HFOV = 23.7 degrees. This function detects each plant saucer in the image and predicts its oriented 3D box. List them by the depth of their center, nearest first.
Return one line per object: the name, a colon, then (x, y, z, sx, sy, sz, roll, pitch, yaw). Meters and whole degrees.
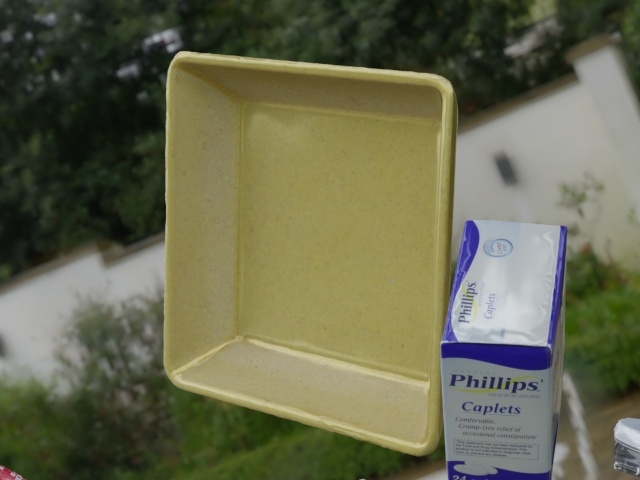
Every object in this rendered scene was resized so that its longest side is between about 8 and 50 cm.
plant saucer: (0.000, 0.000, 1.411, 0.333, 0.332, 0.081, 11, 13, 38)

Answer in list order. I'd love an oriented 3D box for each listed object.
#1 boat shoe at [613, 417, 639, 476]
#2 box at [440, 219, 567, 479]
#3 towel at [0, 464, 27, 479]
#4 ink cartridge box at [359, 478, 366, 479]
boat shoe: (0.408, 0.268, 1.707, 0.080, 0.076, 0.228, 2, 12, -36)
box: (0.126, 0.077, 1.031, 0.072, 0.137, 0.126, 3, 40, 12)
towel: (-0.329, 0.157, 1.096, 0.031, 0.275, 0.199, -58, -1, -42)
ink cartridge box: (0.045, 0.370, 1.434, 0.100, 0.237, 0.172, -25, 21, 45)
